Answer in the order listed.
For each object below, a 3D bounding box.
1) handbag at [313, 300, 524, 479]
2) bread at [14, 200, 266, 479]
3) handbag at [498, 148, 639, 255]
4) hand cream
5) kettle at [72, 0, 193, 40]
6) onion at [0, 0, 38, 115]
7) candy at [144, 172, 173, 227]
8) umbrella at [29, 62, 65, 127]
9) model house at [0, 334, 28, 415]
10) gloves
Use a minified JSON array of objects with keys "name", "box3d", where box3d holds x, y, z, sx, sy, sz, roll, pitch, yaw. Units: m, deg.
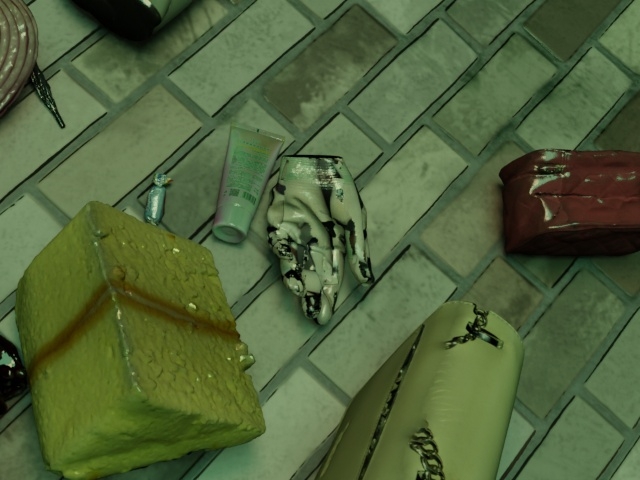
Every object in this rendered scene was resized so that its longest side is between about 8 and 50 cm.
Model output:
[{"name":"handbag","box3d":[0.097,0.242,0.997,0.160,0.236,0.358,32,32,2]},{"name":"bread","box3d":[-0.205,0.132,1.090,0.236,0.198,0.263,18,43,-49]},{"name":"handbag","box3d":[0.358,-0.054,1.296,0.225,0.146,0.135,0,76,-14]},{"name":"hand cream","box3d":[-0.099,-0.080,1.253,0.076,0.047,0.174,16,59,-7]},{"name":"kettle","box3d":[-0.240,-0.395,1.282,0.221,0.161,0.236,23,66,26]},{"name":"onion","box3d":[-0.488,-0.212,1.150,0.227,0.120,0.283,32,77,-32]},{"name":"candy","box3d":[-0.209,-0.048,1.222,0.030,0.020,0.083,9,69,-9]},{"name":"umbrella","box3d":[-0.396,-0.266,1.253,0.269,0.044,0.044,58,31,3]},{"name":"model house","box3d":[-0.421,0.120,1.034,0.203,0.164,0.141,29,71,-5]},{"name":"gloves","box3d":[-0.005,-0.001,1.215,0.128,0.111,0.212,-2,100,-20]}]
